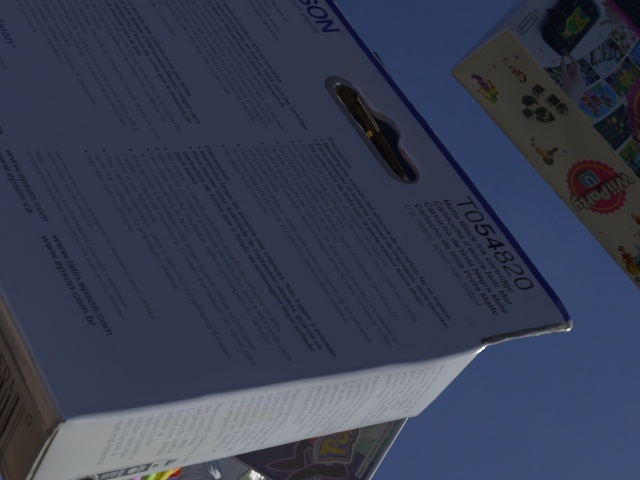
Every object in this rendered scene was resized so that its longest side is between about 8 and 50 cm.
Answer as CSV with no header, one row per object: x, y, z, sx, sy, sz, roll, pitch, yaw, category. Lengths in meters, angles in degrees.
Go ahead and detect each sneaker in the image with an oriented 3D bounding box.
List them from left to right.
-0.112,0.228,1.291,0.061,0.152,0.053,26,-73,25,sneaker

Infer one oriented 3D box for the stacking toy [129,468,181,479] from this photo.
-0.251,0.262,1.729,0.166,0.302,0.175,16,-68,19,stacking toy

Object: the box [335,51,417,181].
0.000,0.000,1.784,0.395,0.097,0.318,-44,-113,37,box

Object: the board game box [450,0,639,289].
0.299,-0.123,1.351,0.303,0.224,0.097,48,-41,-6,board game box

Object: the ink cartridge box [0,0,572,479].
-0.049,-0.024,0.507,0.223,0.224,0.045,57,-46,30,ink cartridge box

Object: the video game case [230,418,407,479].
-0.006,0.106,1.164,0.183,0.201,0.023,31,0,-5,video game case
